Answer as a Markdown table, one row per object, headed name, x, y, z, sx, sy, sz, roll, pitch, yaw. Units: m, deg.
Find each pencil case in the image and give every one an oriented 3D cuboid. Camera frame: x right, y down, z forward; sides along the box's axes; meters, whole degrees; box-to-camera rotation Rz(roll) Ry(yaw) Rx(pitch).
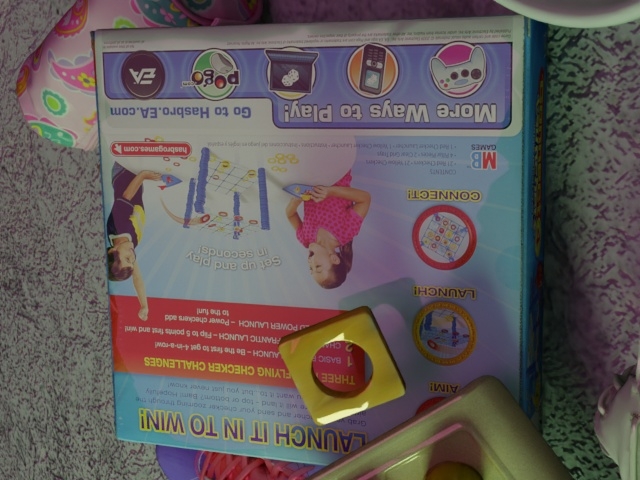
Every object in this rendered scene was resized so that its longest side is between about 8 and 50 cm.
| name | x | y | z | sx | sy | sz | roll | pitch | yaw |
| --- | --- | --- | --- | --- | --- | --- | --- | --- | --- |
| pencil case | -0.169 | -0.180 | 0.961 | 0.284 | 0.124 | 0.124 | -26 | 78 | 45 |

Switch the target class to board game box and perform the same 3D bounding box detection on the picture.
| name | x | y | z | sx | sy | sz | roll | pitch | yaw |
| --- | --- | --- | --- | --- | --- | --- | --- | --- | --- |
| board game box | 0.000 | 0.000 | 0.742 | 0.308 | 0.086 | 0.301 | 3 | 101 | 20 |

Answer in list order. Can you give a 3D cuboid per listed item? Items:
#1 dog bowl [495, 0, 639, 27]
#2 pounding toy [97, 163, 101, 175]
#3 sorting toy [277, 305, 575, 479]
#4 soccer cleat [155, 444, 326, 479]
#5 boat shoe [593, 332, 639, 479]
| name | x | y | z | sx | sy | sz | roll | pitch | yaw |
| --- | --- | --- | --- | --- | --- | --- | --- | --- | --- |
| dog bowl | 0.132 | -0.251 | 0.543 | 0.265 | 0.104 | 0.265 | 43 | 155 | 26 |
| pounding toy | -0.056 | -0.032 | 0.884 | 0.181 | 0.094 | 0.206 | -39 | 67 | 17 |
| sorting toy | 0.076 | 0.204 | 0.670 | 0.196 | 0.047 | 0.347 | -35 | 101 | 15 |
| soccer cleat | -0.021 | 0.186 | 0.822 | 0.318 | 0.116 | 0.108 | 6 | 101 | 32 |
| boat shoe | 0.209 | 0.111 | 0.626 | 0.088 | 0.096 | 0.267 | 0 | 106 | 43 |
